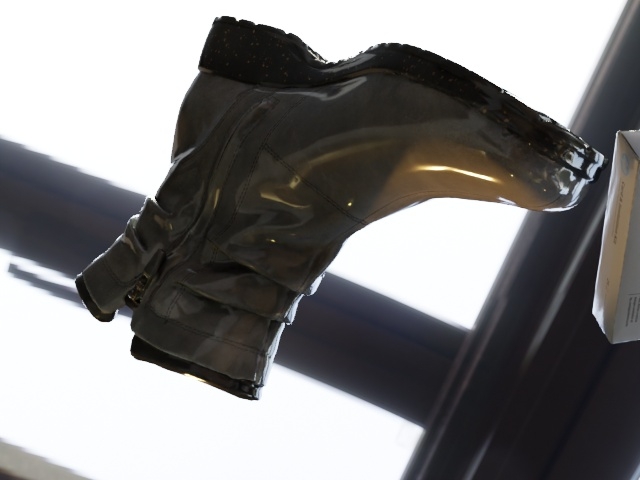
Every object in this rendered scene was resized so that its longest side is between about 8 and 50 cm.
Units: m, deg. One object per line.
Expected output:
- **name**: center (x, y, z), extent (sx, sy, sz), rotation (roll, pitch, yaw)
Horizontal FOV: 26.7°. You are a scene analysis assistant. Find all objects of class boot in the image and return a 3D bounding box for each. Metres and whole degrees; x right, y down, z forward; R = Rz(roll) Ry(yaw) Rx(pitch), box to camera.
- **boot**: center (0.000, 0.000, 0.795), extent (0.118, 0.222, 0.338), rotation (30, 173, -37)

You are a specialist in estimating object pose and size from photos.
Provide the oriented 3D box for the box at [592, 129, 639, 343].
- **box**: center (0.273, -0.011, 0.850), extent (0.186, 0.145, 0.038), rotation (-7, -142, -9)
